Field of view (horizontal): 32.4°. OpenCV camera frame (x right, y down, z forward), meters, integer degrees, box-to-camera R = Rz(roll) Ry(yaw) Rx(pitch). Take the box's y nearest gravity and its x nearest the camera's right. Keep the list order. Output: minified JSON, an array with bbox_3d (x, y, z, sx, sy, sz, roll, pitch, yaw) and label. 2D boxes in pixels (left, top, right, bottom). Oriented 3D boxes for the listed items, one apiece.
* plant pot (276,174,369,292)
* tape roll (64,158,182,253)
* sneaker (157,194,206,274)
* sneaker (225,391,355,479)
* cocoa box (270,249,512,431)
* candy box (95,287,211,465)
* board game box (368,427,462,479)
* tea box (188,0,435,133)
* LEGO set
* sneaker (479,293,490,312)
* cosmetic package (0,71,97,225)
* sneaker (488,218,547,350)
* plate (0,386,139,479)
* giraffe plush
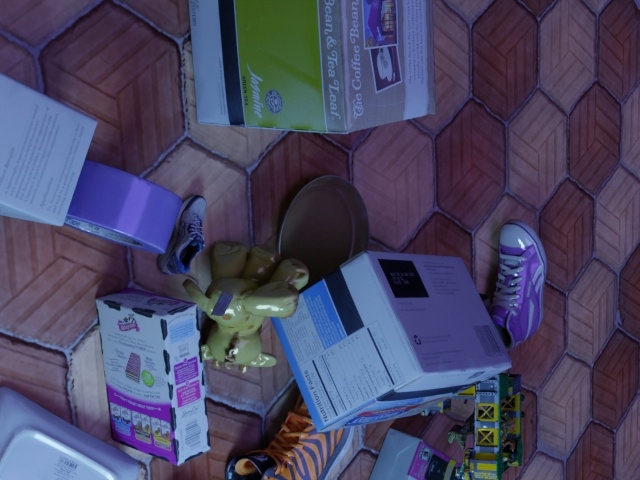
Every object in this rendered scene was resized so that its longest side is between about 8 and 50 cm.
[{"bbox_3d":[0.000,0.000,1.968,0.236,0.032,0.236,-12,107,-46],"label":"plant pot"},{"bbox_3d":[-0.292,-0.049,1.524,0.189,0.189,0.080,27,78,-47],"label":"tape roll"},{"bbox_3d":[-0.201,-0.006,1.728,0.052,0.058,0.135,30,74,-46],"label":"sneaker"},{"bbox_3d":[-0.053,0.359,1.910,0.180,0.124,0.321,22,81,-48],"label":"sneaker"},{"bbox_3d":[0.124,0.170,1.900,0.347,0.228,0.231,5,57,-57],"label":"cocoa box"},{"bbox_3d":[-0.248,0.199,1.641,0.071,0.159,0.233,-20,112,-45],"label":"candy box"},{"bbox_3d":[0.213,0.544,2.256,0.303,0.097,0.224,38,70,-45],"label":"board game box"},{"bbox_3d":[-0.017,-0.343,1.668,0.220,0.323,0.329,-17,110,-45],"label":"tea box"},{"bbox_3d":[0.287,0.359,2.214,0.331,0.192,0.255,-13,101,-69],"label":"LEGO set"},{"bbox_3d":[0.293,0.165,2.293,0.188,0.066,0.071,-15,113,-44],"label":"sneaker"},{"bbox_3d":[-0.417,-0.121,1.402,0.183,0.151,0.151,27,77,-47],"label":"cosmetic package"},{"bbox_3d":[0.413,0.105,2.376,0.161,0.102,0.282,-34,121,-44],"label":"sneaker"},{"bbox_3d":[-0.399,0.386,1.552,0.277,0.045,0.278,39,62,-34],"label":"plate"},{"bbox_3d":[-0.125,0.126,1.778,0.210,0.181,0.170,-43,149,-46],"label":"giraffe plush"}]
